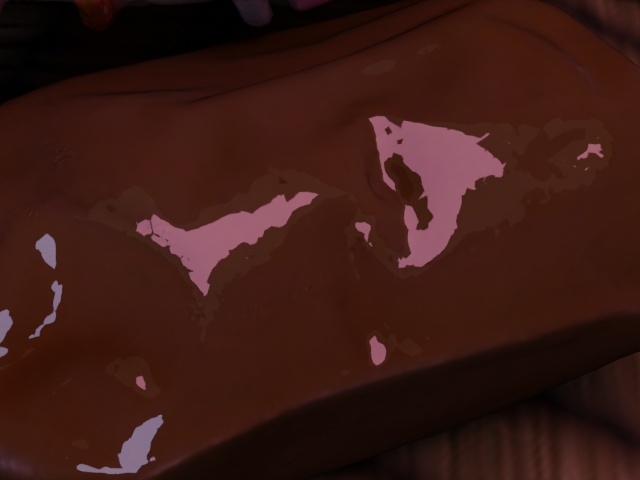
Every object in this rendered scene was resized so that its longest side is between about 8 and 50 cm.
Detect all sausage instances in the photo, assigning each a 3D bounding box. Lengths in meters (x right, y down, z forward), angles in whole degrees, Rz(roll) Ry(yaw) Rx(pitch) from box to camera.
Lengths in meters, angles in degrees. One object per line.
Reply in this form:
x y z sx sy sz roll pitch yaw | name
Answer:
0.000 0.000 0.508 0.241 0.120 0.136 -13 67 -14 | sausage

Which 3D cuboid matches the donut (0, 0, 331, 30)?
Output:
-0.080 -0.205 0.572 0.383 0.142 0.382 6 42 -6 | donut
